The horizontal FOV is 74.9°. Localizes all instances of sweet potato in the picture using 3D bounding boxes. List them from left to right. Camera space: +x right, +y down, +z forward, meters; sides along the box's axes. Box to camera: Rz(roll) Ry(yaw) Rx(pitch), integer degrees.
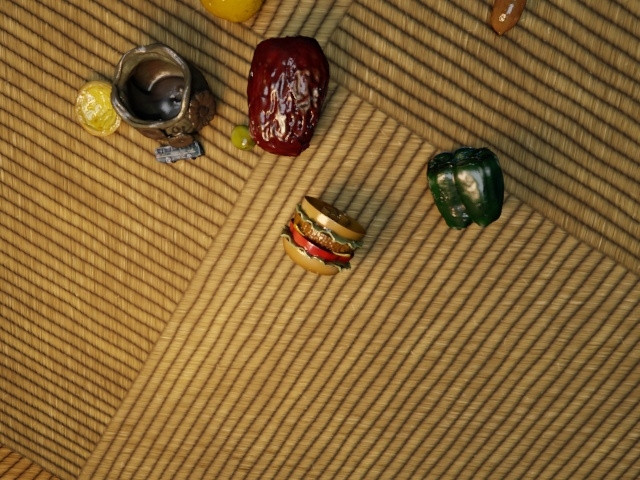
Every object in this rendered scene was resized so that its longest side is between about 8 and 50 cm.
[{"bbox_3d":[0.609,-0.781,1.277,0.098,0.097,0.291,26,101,-1],"label":"sweet potato"}]

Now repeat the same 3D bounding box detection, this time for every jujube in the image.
[{"bbox_3d":[-0.109,-0.463,1.329,0.259,0.258,0.376,12,95,2],"label":"jujube"}]

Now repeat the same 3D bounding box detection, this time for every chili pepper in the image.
[{"bbox_3d":[0.469,-0.167,1.345,0.234,0.248,0.256,-9,107,34],"label":"chili pepper"}]

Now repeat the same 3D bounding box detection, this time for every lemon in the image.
[{"bbox_3d":[-0.271,-0.791,1.273,0.229,0.253,0.228,-2,96,-18],"label":"lemon"}]

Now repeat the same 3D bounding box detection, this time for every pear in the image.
[{"bbox_3d":[-0.262,-0.348,1.431,0.092,0.096,0.092,-3,133,-3],"label":"pear"}]

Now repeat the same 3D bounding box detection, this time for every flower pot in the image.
[{"bbox_3d":[-0.499,-0.459,1.356,0.302,0.213,0.301,1,96,5],"label":"flower pot"}]

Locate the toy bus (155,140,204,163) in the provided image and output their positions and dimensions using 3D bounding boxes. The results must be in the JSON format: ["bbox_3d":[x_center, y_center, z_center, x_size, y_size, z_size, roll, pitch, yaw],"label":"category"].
[{"bbox_3d":[-0.498,-0.311,1.478,0.166,0.047,0.065,-9,96,7],"label":"toy bus"}]

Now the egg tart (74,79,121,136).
[{"bbox_3d":[-0.761,-0.457,1.455,0.192,0.074,0.191,1,102,5],"label":"egg tart"}]

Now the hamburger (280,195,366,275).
[{"bbox_3d":[0.000,0.000,1.392,0.275,0.274,0.212,31,105,-2],"label":"hamburger"}]
